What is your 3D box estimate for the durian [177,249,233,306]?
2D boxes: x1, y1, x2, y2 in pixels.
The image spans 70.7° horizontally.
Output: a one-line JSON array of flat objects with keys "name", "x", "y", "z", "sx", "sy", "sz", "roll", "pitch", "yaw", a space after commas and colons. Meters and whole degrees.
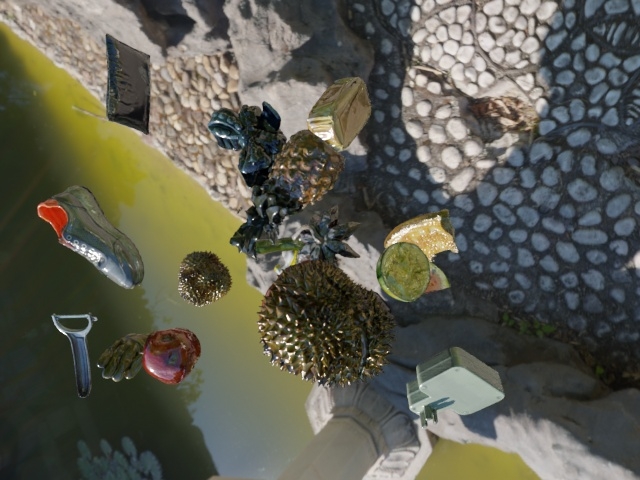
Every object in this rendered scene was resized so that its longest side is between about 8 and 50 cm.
[{"name": "durian", "x": -0.332, "y": 0.105, "z": 1.282, "sx": 0.168, "sy": 0.137, "sz": 0.158, "roll": -33, "pitch": 61, "yaw": 24}]

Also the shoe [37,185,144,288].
[{"name": "shoe", "x": -0.358, "y": 0.003, "z": 0.701, "sx": 0.074, "sy": 0.077, "sz": 0.194, "roll": -40, "pitch": 86, "yaw": 34}]

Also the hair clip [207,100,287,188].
[{"name": "hair clip", "x": -0.215, "y": -0.326, "z": 1.462, "sx": 0.206, "sy": 0.194, "sz": 0.310, "roll": -34, "pitch": 64, "yaw": -9}]

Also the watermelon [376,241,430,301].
[{"name": "watermelon", "x": 0.138, "y": 0.057, "z": 0.793, "sx": 0.062, "sy": 0.106, "sz": 0.105, "roll": -22, "pitch": 92, "yaw": 58}]

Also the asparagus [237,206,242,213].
[{"name": "asparagus", "x": -0.334, "y": -0.126, "z": 1.872, "sx": 0.016, "sy": 0.166, "sz": 0.013, "roll": -35, "pitch": 101, "yaw": 3}]

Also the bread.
[{"name": "bread", "x": 0.053, "y": -0.357, "z": 1.285, "sx": 0.107, "sy": 0.241, "sz": 0.136, "roll": 1, "pitch": 134, "yaw": 34}]

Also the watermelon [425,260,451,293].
[{"name": "watermelon", "x": 0.336, "y": 0.114, "z": 1.528, "sx": 0.193, "sy": 0.137, "sz": 0.145, "roll": -32, "pitch": 74, "yaw": 60}]

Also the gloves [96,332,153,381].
[{"name": "gloves", "x": -0.706, "y": 0.432, "z": 1.768, "sx": 0.154, "sy": 0.331, "sz": 0.141, "roll": 29, "pitch": 109, "yaw": 31}]

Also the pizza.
[{"name": "pizza", "x": 0.403, "y": -0.015, "z": 1.712, "sx": 0.223, "sy": 0.089, "sz": 0.323, "roll": 34, "pitch": 144, "yaw": -21}]

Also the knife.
[{"name": "knife", "x": -0.712, "y": 0.339, "z": 1.356, "sx": 0.123, "sy": 0.053, "sz": 0.277, "roll": 0, "pitch": 107, "yaw": 1}]

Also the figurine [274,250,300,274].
[{"name": "figurine", "x": -0.132, "y": 0.092, "z": 2.016, "sx": 0.109, "sy": 0.129, "sz": 0.178, "roll": 17, "pitch": 98, "yaw": -16}]

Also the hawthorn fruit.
[{"name": "hawthorn fruit", "x": -0.232, "y": 0.173, "z": 0.695, "sx": 0.093, "sy": 0.093, "sz": 0.093, "roll": 9, "pitch": 108, "yaw": 29}]

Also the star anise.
[{"name": "star anise", "x": 0.000, "y": 0.001, "z": 1.323, "sx": 0.263, "sy": 0.081, "sz": 0.230, "roll": 15, "pitch": 92, "yaw": 37}]

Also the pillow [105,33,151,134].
[{"name": "pillow", "x": -0.470, "y": -0.377, "z": 1.109, "sx": 0.055, "sy": 0.141, "sz": 0.208, "roll": -1, "pitch": 88, "yaw": 22}]

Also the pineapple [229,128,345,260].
[{"name": "pineapple", "x": -0.084, "y": -0.093, "z": 0.998, "sx": 0.141, "sy": 0.170, "sz": 0.310, "roll": 37, "pitch": 99, "yaw": -18}]

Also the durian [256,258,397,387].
[{"name": "durian", "x": 0.008, "y": 0.213, "z": 1.159, "sx": 0.347, "sy": 0.348, "sz": 0.384, "roll": 62, "pitch": 149, "yaw": 2}]

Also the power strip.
[{"name": "power strip", "x": 0.385, "y": 0.462, "z": 1.362, "sx": 0.229, "sy": 0.141, "sz": 0.261, "roll": 35, "pitch": 124, "yaw": -23}]

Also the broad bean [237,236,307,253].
[{"name": "broad bean", "x": -0.190, "y": 0.021, "z": 1.907, "sx": 0.077, "sy": 0.339, "sz": 0.061, "roll": -178, "pitch": 83, "yaw": -67}]
